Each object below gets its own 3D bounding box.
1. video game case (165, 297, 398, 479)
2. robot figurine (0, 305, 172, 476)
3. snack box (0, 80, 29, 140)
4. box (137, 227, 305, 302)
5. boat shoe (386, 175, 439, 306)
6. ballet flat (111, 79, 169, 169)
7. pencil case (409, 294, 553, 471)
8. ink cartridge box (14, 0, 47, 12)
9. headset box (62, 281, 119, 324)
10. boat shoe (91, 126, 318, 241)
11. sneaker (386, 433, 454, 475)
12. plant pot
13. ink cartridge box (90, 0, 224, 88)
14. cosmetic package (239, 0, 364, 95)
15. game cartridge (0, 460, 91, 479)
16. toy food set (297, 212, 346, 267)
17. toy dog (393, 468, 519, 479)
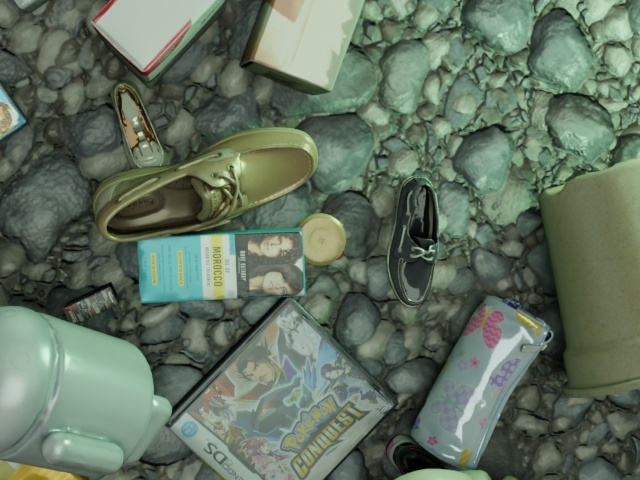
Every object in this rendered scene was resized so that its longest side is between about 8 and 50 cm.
[{"bbox_3d":[-0.060,0.264,1.639,0.275,0.035,0.248,-45,100,-3],"label":"video game case"},{"bbox_3d":[-0.371,0.208,1.452,0.353,0.300,0.200,28,99,-45],"label":"robot figurine"},{"bbox_3d":[-0.601,-0.155,1.502,0.322,0.060,0.187,-35,100,-5],"label":"snack box"},{"bbox_3d":[-0.146,0.037,1.582,0.244,0.060,0.101,-3,95,-3],"label":"box"},{"bbox_3d":[0.146,0.004,1.635,0.075,0.065,0.206,2,95,-10],"label":"boat shoe"},{"bbox_3d":[-0.268,-0.154,1.561,0.057,0.052,0.168,-23,98,-6],"label":"ballet flat"},{"bbox_3d":[0.249,0.220,1.643,0.124,0.113,0.273,31,90,25],"label":"pencil case"},{"bbox_3d":[-0.400,-0.519,1.502,0.261,0.066,0.296,-35,100,-4],"label":"ink cartridge box"},{"bbox_3d":[-0.340,0.095,1.565,0.083,0.062,0.032,-24,98,-6],"label":"headset box"},{"bbox_3d":[-0.158,-0.068,1.541,0.341,0.110,0.122,-19,117,-7],"label":"boat shoe"},{"bbox_3d":[0.179,0.382,1.667,0.178,0.077,0.072,35,90,-11],"label":"sneaker"},{"bbox_3d":[0.474,0.038,1.586,0.333,0.334,0.306,-18,87,-7],"label":"plant pot"},{"bbox_3d":[-0.215,-0.312,1.464,0.100,0.237,0.172,43,87,-7],"label":"ink cartridge box"},{"bbox_3d":[-0.004,-0.371,1.536,0.129,0.153,0.296,20,90,-11],"label":"cosmetic package"},{"bbox_3d":[-0.546,0.349,1.541,0.323,0.052,0.285,43,87,-2],"label":"game cartridge"},{"bbox_3d":[0.000,0.000,1.634,0.082,0.020,0.083,14,92,-10],"label":"toy food set"},{"bbox_3d":[0.135,0.533,1.552,0.408,0.285,0.395,-34,131,16],"label":"toy dog"}]
